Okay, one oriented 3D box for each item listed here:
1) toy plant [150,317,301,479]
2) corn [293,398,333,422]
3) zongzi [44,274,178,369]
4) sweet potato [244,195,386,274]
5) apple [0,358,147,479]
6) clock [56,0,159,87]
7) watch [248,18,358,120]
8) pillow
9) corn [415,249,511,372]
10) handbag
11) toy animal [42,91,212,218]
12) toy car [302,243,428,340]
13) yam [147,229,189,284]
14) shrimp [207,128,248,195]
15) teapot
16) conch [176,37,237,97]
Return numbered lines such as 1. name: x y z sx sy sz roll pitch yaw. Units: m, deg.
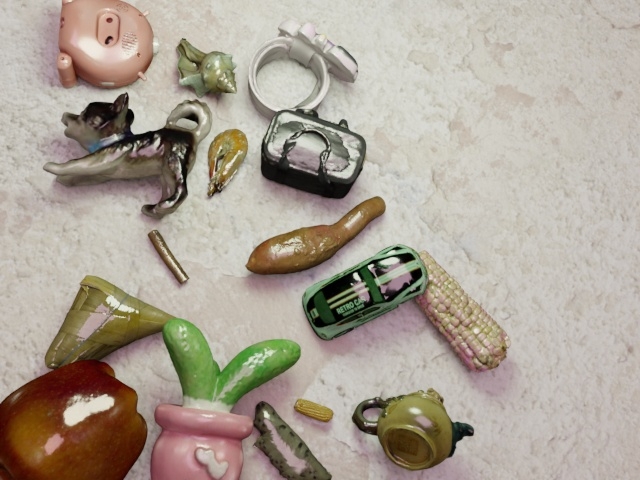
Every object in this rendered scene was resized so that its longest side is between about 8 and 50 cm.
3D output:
1. toy plant: -0.221 0.366 1.700 0.316 0.210 0.356 15 71 -21
2. corn: -0.016 0.388 1.806 0.092 0.037 0.037 22 72 -3
3. zongzi: -0.456 0.226 1.763 0.256 0.115 0.228 27 75 -11
4. sweet potato: 0.000 0.000 1.893 0.385 0.109 0.109 -22 78 -19
5. apple: -0.519 0.405 1.608 0.288 0.288 0.317 46 60 7
6. clock: -0.519 -0.493 1.946 0.241 0.142 0.227 3 73 -11
7. watch: -0.054 -0.404 1.964 0.244 0.196 0.231 33 79 -1
8. pillow: -0.079 0.472 1.764 0.093 0.051 0.241 -41 84 -16
9. corn: 0.309 0.168 1.880 0.126 0.127 0.335 -39 77 -17
10. handbag: -0.016 -0.213 1.906 0.254 0.181 0.181 19 76 -4
11. toy animal: -0.438 -0.233 1.856 0.344 0.194 0.303 21 77 -5
12. toy car: 0.097 0.117 1.826 0.305 0.125 0.136 -27 79 10
13. yam: -0.359 0.039 1.864 0.032 0.032 0.145 -33 80 -16
14. shrimp: -0.239 -0.192 1.948 0.101 0.042 0.190 14 71 18
15. teapot: 0.210 0.408 1.784 0.269 0.173 0.182 12 33 20
16. conch: -0.287 -0.412 1.977 0.233 0.114 0.137 16 56 34
